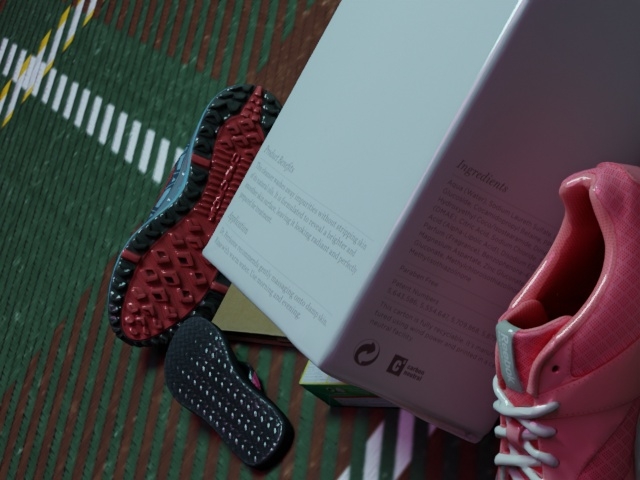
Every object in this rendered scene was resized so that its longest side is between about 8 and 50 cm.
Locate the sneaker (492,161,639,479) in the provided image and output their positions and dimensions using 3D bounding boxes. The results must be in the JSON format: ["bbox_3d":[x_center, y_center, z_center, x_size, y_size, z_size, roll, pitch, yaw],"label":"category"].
[{"bbox_3d":[0.142,0.096,0.927,0.116,0.136,0.314,22,93,56],"label":"sneaker"}]

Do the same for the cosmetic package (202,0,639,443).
[{"bbox_3d":[0.102,-0.093,1.044,0.385,0.156,0.217,-59,32,7],"label":"cosmetic package"}]

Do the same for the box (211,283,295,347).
[{"bbox_3d":[0.000,0.000,1.335,0.164,0.021,0.201,1,58,50],"label":"box"}]

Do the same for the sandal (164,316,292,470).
[{"bbox_3d":[-0.075,0.130,1.286,0.067,0.040,0.179,-51,47,8],"label":"sandal"}]

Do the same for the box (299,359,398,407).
[{"bbox_3d":[0.060,0.043,1.205,0.105,0.043,0.179,-5,56,48],"label":"box"}]

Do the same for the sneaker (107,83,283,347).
[{"bbox_3d":[-0.109,-0.016,1.439,0.262,0.104,0.125,-60,7,-5],"label":"sneaker"}]
